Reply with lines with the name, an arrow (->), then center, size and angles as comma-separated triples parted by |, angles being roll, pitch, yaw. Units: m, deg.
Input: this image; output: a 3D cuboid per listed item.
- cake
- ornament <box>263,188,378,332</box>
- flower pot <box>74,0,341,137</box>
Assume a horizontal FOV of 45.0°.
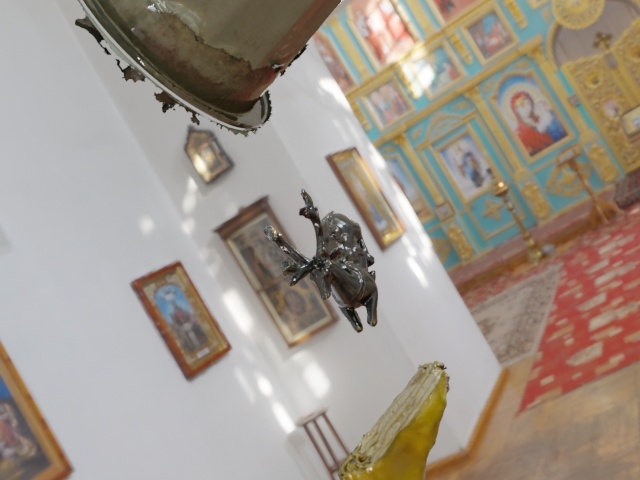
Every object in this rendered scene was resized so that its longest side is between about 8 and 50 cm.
cake -> 0.117, 0.246, 0.925 | 0.185, 0.116, 0.079 | -46, 17, -13
ornament -> 0.000, 0.000, 1.072 | 0.080, 0.202, 0.236 | -26, -36, 19
flower pot -> -0.074, -0.282, 0.763 | 0.259, 0.290, 0.290 | -37, -5, 21
